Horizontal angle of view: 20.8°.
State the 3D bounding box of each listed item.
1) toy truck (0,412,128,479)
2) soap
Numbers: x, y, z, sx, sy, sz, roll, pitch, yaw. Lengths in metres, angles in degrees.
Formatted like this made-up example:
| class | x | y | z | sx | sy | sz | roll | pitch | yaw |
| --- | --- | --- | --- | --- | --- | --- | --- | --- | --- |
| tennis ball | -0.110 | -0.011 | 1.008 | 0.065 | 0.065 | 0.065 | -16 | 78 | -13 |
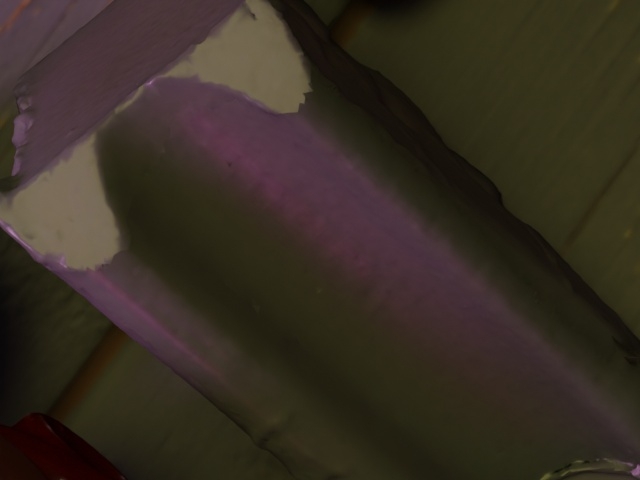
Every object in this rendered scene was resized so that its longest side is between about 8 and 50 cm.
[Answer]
| class | x | y | z | sx | sy | sz | roll | pitch | yaw |
| --- | --- | --- | --- | --- | --- | --- | --- | --- | --- |
| toy truck | -0.135 | 0.181 | 0.714 | 0.265 | 0.239 | 0.189 | 40 | 86 | 11 |
| soap | 0.000 | 0.000 | 0.842 | 0.159 | 0.258 | 0.302 | -44 | 109 | 4 |
